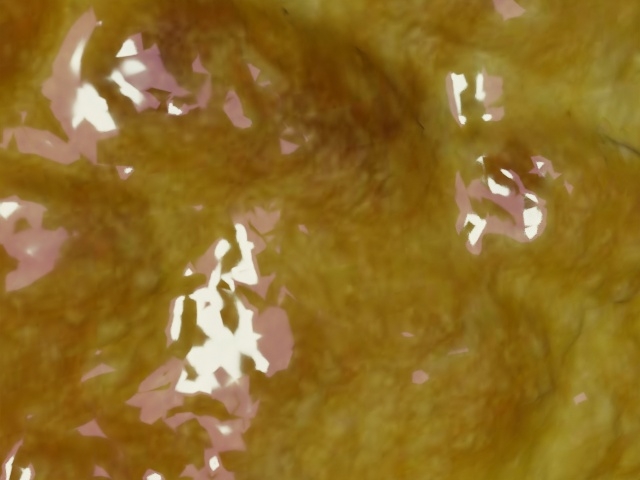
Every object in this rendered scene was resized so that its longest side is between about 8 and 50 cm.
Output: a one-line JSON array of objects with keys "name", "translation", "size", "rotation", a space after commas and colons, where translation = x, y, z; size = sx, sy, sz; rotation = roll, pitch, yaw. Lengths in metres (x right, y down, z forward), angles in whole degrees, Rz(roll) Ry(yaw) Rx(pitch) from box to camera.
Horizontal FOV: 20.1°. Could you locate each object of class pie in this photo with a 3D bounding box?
[{"name": "pie", "translation": [0.000, 0.000, 0.471], "size": [0.339, 0.083, 0.339], "rotation": [-9, 107, -31]}]
